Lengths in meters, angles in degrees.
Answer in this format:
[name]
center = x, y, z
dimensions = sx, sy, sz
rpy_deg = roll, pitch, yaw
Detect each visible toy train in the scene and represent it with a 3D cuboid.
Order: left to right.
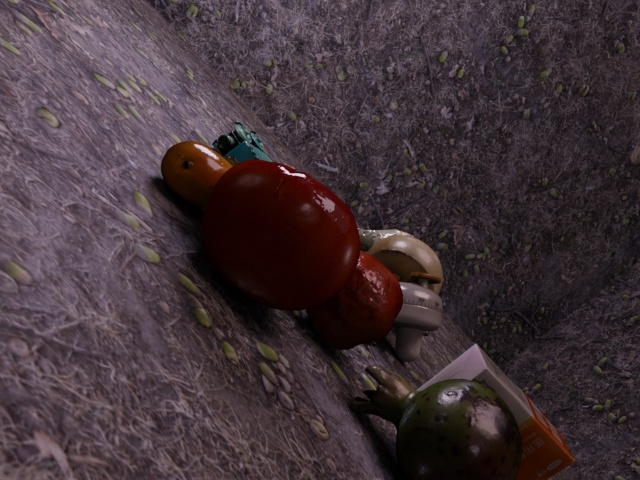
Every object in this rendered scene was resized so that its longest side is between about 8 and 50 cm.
[toy train]
center = -0.213, -0.237, 1.707
dimensions = 0.163, 0.112, 0.203
rpy_deg = 58, 13, 15

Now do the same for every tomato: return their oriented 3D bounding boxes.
[tomato]
center = -0.072, 0.000, 1.050
dimensions = 0.298, 0.226, 0.298
rpy_deg = 30, -8, 4

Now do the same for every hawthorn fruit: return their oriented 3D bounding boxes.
[hawthorn fruit]
center = 0.047, 0.098, 1.241
dimensions = 0.243, 0.207, 0.207
rpy_deg = 54, 7, -24

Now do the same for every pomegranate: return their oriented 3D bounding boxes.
[pomegranate]
center = 0.210, 0.354, 1.082
dimensions = 0.306, 0.242, 0.242
rpy_deg = 17, -16, 43

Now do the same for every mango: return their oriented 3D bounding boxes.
[mango]
center = -0.219, -0.117, 1.174
dimensions = 0.144, 0.112, 0.219
rpy_deg = 23, -5, 38

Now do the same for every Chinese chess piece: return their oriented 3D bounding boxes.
[Chinese chess piece]
center = 0.250, 0.100, 1.801
dimensions = 0.251, 0.251, 0.097
rpy_deg = 47, 44, -8

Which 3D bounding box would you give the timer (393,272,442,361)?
[timer]
center = 0.227, 0.216, 1.667
dimensions = 0.233, 0.240, 0.233
rpy_deg = 9, -12, 2

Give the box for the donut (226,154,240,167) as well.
[donut]
center = -0.131, -0.043, 1.322
dimensions = 0.295, 0.112, 0.151
rpy_deg = 52, 5, 18

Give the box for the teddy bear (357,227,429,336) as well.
[teddy bear]
center = 0.202, 0.144, 2.069
dimensions = 0.327, 0.375, 0.362
rpy_deg = 32, 61, -58

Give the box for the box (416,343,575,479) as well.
[box]
center = 0.421, 0.462, 1.457
dimensions = 0.341, 0.225, 0.143
rpy_deg = 46, 12, -9

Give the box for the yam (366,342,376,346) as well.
[yam]
center = 0.096, 0.223, 1.518
dimensions = 0.129, 0.027, 0.033
rpy_deg = 50, -21, 16
